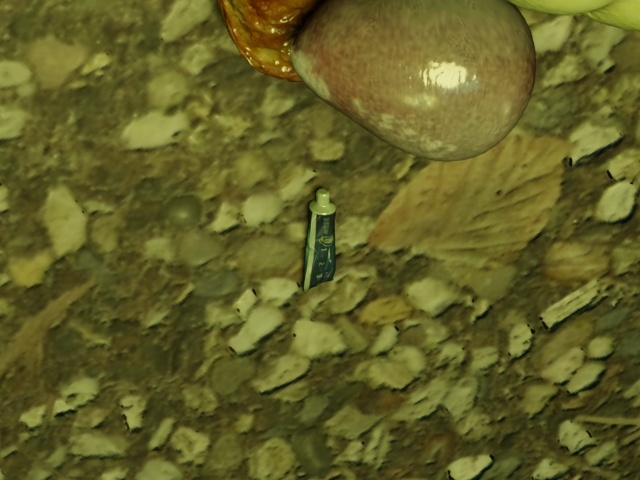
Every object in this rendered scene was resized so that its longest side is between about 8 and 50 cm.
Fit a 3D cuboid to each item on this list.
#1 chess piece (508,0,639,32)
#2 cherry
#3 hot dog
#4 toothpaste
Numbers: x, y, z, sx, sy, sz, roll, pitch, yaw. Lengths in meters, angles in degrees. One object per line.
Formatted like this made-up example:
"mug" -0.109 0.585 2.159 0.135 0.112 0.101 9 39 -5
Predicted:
"chess piece" 0.009 -0.249 0.985 0.442 0.234 0.234 6 121 -25
"cherry" 0.053 -0.115 1.149 0.148 0.188 0.115 -15 115 -5
"hot dog" -0.015 -0.165 1.149 0.099 0.065 0.147 -16 134 -7
"toothpaste" 0.000 0.000 1.301 0.027 0.019 0.083 -20 134 -26
